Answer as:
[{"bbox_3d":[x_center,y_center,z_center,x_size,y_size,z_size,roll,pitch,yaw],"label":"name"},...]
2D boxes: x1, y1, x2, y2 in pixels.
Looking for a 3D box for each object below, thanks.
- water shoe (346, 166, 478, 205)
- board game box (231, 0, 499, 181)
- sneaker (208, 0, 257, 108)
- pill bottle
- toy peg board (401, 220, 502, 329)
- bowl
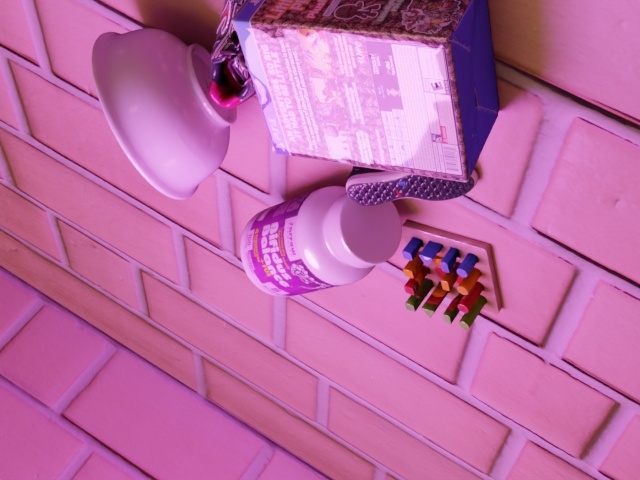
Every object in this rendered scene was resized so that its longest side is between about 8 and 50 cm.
[{"bbox_3d":[0.137,-0.107,1.507,0.203,0.080,0.073,-4,138,17],"label":"water shoe"},{"bbox_3d":[0.066,-0.224,1.298,0.291,0.141,0.232,11,141,24],"label":"board game box"},{"bbox_3d":[-0.096,-0.303,1.448,0.121,0.112,0.299,33,150,11],"label":"sneaker"},{"bbox_3d":[0.000,0.000,1.703,0.169,0.169,0.301,48,149,-16],"label":"pill bottle"},{"bbox_3d":[0.205,0.067,1.659,0.161,0.079,0.161,17,144,33],"label":"toy peg board"},{"bbox_3d":[-0.226,-0.225,1.603,0.134,0.298,0.298,-22,121,17],"label":"bowl"}]
